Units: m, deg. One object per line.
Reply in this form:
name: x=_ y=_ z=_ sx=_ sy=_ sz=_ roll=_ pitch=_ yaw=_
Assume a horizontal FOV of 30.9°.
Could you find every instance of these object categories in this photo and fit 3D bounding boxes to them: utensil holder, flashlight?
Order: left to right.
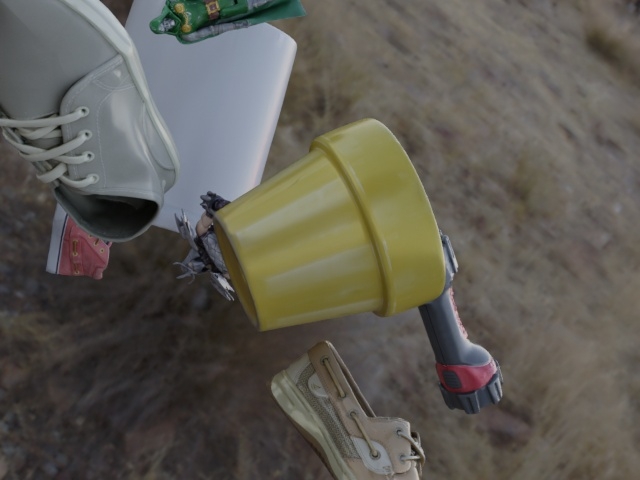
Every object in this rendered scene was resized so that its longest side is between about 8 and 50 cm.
utensil holder: x=-0.235 y=-0.208 z=2.055 sx=0.327 sy=0.385 sz=0.327 roll=18 pitch=-1 yaw=0
flashlight: x=0.201 y=0.124 z=1.778 sx=0.103 sy=0.103 sz=0.304 roll=-122 pitch=-169 yaw=-62

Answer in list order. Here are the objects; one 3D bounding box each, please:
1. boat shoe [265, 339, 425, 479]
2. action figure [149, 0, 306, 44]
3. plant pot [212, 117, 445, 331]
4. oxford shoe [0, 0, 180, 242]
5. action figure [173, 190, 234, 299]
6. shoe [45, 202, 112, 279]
boat shoe: x=0.068 y=0.259 z=1.404 sx=0.341 sy=0.110 sz=0.121 roll=48 pitch=-3 yaw=29
action figure: x=-0.131 y=-0.333 z=1.599 sx=0.063 sy=0.232 sz=0.137 roll=29 pitch=-38 yaw=61
plant pot: x=0.000 y=0.000 z=1.489 sx=0.254 sy=0.239 sz=0.254 roll=158 pitch=-90 yaw=-79
oxford shoe: x=-0.259 y=-0.130 z=1.169 sx=0.169 sy=0.130 sz=0.449 roll=5 pitch=-26 yaw=17
action figure: x=-0.098 y=-0.016 z=1.757 sx=0.185 sy=0.285 sz=0.099 roll=60 pitch=1 yaw=-31
shoe: x=-0.317 y=-0.018 z=1.549 sx=0.081 sy=0.178 sz=0.063 roll=11 pitch=43 yaw=-11
